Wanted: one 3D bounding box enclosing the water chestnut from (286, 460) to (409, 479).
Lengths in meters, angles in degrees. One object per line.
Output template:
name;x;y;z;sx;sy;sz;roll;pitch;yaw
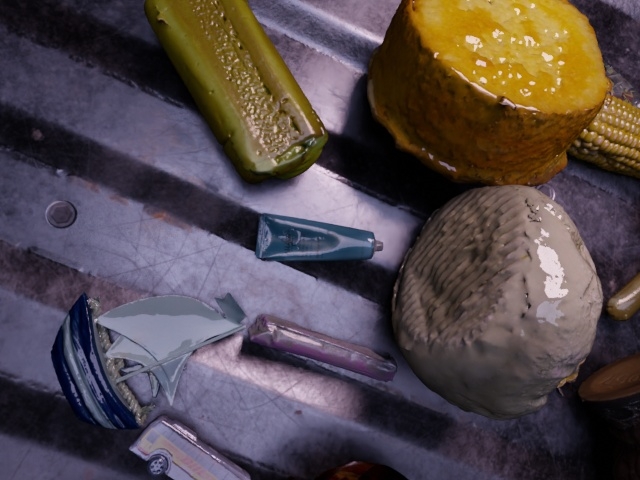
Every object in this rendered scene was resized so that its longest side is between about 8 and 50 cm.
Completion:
water chestnut;0.025;0.460;0.657;0.299;0.300;0.301;1;84;-11

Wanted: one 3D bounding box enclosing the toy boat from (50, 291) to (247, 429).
toy boat;-0.264;0.186;0.711;0.291;0.070;0.210;2;86;-13

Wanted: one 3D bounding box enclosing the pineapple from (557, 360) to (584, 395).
pineapple;0.418;0.191;0.849;0.220;0.047;0.222;1;84;-12

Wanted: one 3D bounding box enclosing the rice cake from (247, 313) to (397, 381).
rice cake;0.008;0.184;0.768;0.269;0.055;0.049;20;85;-10

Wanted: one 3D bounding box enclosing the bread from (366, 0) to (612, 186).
bread;0.264;-0.274;0.755;0.397;0.215;0.399;5;61;-10

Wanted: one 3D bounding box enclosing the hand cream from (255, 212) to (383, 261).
hand cream;0.000;0.000;0.797;0.223;0.048;0.083;4;86;-5

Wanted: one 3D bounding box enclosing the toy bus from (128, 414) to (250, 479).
toy bus;-0.201;0.349;0.706;0.190;0.064;0.075;38;73;-4

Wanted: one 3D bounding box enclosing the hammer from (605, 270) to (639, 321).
hammer;0.675;0.053;0.888;0.305;0.113;0.202;-41;89;-7

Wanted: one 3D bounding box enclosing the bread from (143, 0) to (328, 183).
bread;-0.140;-0.270;0.760;0.166;0.112;0.384;-31;90;-9

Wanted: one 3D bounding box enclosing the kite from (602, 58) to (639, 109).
kite;0.597;-0.340;0.957;0.141;0.015;0.245;-34;92;-15

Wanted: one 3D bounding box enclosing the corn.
corn;0.608;-0.193;0.886;0.346;0.130;0.130;16;81;-9

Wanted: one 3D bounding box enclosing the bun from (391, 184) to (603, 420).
bun;0.269;0.087;0.689;0.210;0.359;0.360;25;80;-14

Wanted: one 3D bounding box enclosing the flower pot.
flower pot;0.606;0.344;0.771;0.266;0.266;0.267;-27;80;-12
